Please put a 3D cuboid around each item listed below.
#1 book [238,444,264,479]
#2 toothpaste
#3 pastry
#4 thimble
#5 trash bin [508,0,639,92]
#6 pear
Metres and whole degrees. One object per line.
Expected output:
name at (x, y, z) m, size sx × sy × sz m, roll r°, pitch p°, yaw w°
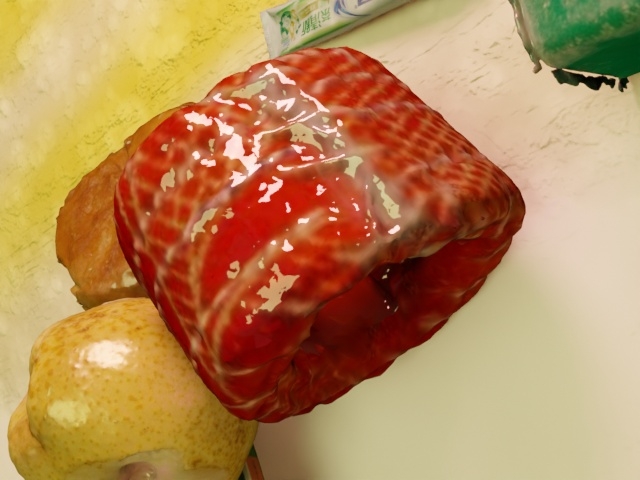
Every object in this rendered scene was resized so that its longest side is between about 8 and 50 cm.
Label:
book at (-0.189, 0.272, 0.963) m, size 0.260 × 0.043 × 0.371 m, roll -47°, pitch 48°, yaw 28°
toothpaste at (0.041, -0.270, 0.807) m, size 0.297 × 0.048 × 0.075 m, roll -10°, pitch 91°, yaw 42°
pastry at (-0.199, -0.030, 0.939) m, size 0.311 × 0.162 × 0.255 m, roll -31°, pitch 53°, yaw 26°
thimble at (0.000, 0.000, 0.686) m, size 0.230 × 0.350 × 0.350 m, roll 51°, pitch 122°, yaw 22°
trash bin at (0.307, -0.260, 0.460) m, size 0.381 × 0.295 × 0.259 m, roll -23°, pitch 80°, yaw 43°
pear at (-0.202, 0.187, 0.796) m, size 0.271 × 0.271 × 0.271 m, roll 5°, pitch 98°, yaw 37°
